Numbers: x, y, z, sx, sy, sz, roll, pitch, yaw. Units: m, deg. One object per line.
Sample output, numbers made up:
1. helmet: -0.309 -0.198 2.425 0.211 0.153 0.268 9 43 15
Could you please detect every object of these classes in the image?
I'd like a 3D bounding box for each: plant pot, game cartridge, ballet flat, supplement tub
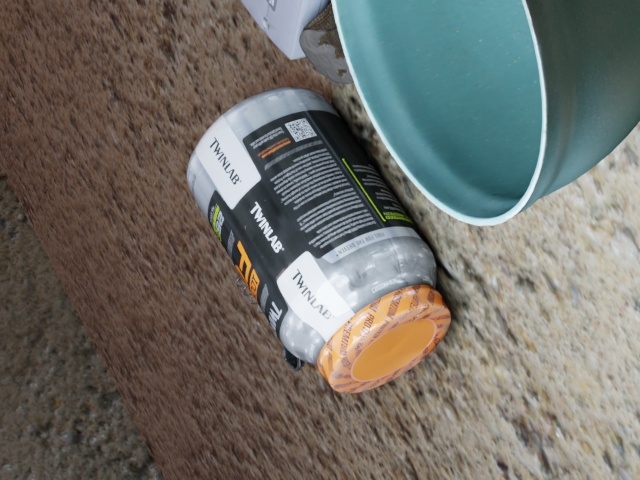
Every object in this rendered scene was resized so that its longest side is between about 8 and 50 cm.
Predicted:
1. plant pot: 0.160 -0.182 1.192 0.293 0.196 0.293 49 152 39
2. game cartridge: -0.072 -0.357 1.784 0.294 0.060 0.196 59 153 23
3. ballet flat: 0.035 -0.230 1.654 0.084 0.058 0.250 38 161 1
4. supplement tub: 0.000 0.000 1.750 0.316 0.193 0.193 57 156 28

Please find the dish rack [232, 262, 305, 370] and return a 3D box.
1. dish rack: -0.070 0.018 2.098 0.271 0.074 0.208 46 149 45
